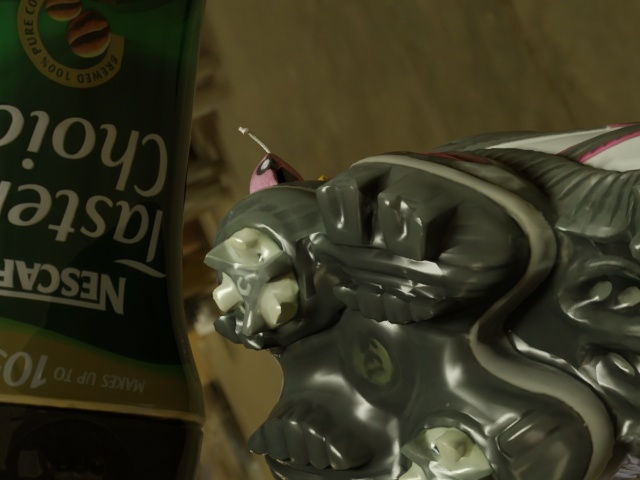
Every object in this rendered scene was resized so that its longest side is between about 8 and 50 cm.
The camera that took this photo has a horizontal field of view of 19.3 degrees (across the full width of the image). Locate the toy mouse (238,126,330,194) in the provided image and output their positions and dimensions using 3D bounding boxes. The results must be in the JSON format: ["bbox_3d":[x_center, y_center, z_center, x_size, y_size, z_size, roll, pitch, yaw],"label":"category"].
[{"bbox_3d":[0.000,0.000,1.124,0.161,0.031,0.143,44,-162,-5],"label":"toy mouse"}]

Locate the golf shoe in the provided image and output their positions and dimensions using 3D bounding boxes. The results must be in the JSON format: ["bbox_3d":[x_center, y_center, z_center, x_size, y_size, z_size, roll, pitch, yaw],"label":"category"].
[{"bbox_3d":[0.100,0.011,0.353,0.273,0.120,0.105,7,111,46],"label":"golf shoe"}]

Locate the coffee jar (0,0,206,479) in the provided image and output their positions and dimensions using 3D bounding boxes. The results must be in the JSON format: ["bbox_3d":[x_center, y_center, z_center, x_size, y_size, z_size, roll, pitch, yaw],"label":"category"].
[{"bbox_3d":[-0.074,-0.014,0.440,0.079,0.096,0.184,-14,72,51],"label":"coffee jar"}]
